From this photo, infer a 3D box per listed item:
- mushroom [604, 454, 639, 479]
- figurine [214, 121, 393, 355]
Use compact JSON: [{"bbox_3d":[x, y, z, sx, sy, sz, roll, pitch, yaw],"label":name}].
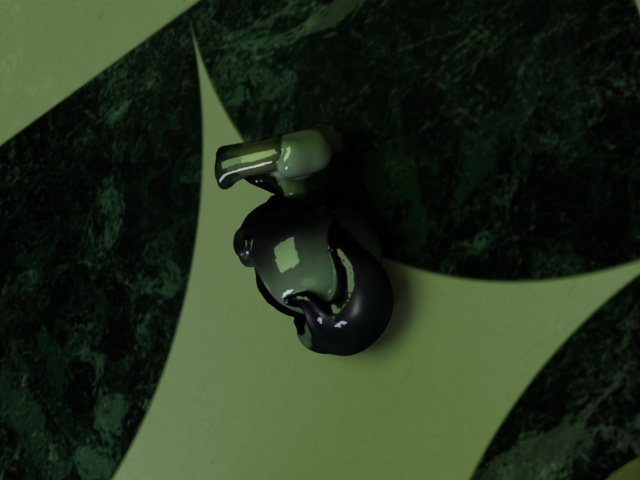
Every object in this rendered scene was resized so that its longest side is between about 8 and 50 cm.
[{"bbox_3d":[0.282,0.240,1.557,0.207,0.207,0.215,-63,16,14],"label":"mushroom"},{"bbox_3d":[0.000,0.000,1.874,0.145,0.145,0.222,-13,95,40],"label":"figurine"}]
